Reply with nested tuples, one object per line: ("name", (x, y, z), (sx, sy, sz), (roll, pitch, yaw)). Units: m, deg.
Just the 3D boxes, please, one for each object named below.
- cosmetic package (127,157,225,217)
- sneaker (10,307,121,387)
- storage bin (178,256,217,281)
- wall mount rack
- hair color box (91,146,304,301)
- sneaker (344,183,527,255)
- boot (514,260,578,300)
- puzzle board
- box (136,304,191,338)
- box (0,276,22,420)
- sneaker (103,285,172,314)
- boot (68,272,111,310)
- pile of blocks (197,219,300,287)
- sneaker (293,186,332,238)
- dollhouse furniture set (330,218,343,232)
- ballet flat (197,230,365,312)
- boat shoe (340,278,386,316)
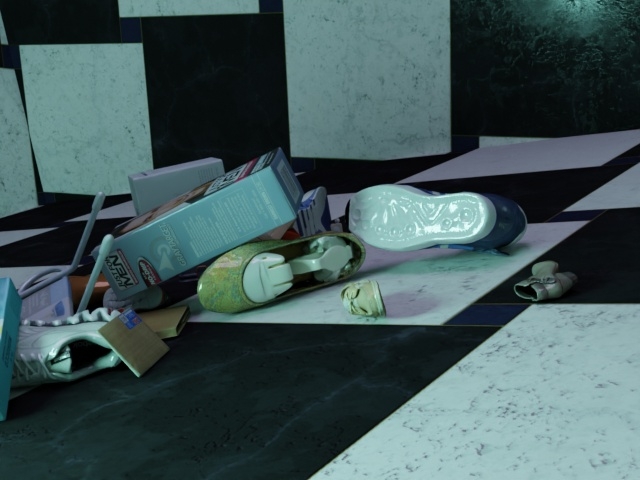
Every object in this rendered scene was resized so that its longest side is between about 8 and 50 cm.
("cosmetic package", (-0.342, -0.074, 2.432), (0.225, 0.224, 0.138), (-13, 11, -15))
("sneaker", (-0.446, 0.182, 1.543), (0.292, 0.110, 0.118), (-13, 20, -10))
("storage bin", (-0.252, 0.033, 2.142), (0.135, 0.091, 0.098), (-9, 11, 12))
("wall mount rack", (-0.480, 0.072, 1.738), (0.304, 0.130, 0.350), (-30, 30, -2))
("hair color box", (-0.226, -0.034, 1.846), (0.375, 0.113, 0.185), (-25, 13, 10))
("sneaker", (0.238, -0.034, 1.895), (0.323, 0.130, 0.236), (1, -4, 35))
("boot", (0.341, 0.065, 1.527), (0.087, 0.042, 0.118), (-17, 12, -22))
("puzzle board", (-0.296, 0.160, 1.543), (0.011, 0.096, 0.128), (-43, 1, 17))
("box", (-0.343, 0.160, 1.751), (0.201, 0.021, 0.164), (-10, 11, 2))
("box", (-0.518, 0.166, 1.468), (0.101, 0.060, 0.244), (-11, 42, 0))
("sneaker", (-0.359, 0.123, 1.925), (0.158, 0.061, 0.065), (-3, -14, 31))
("boot", (-0.451, 0.101, 2.043), (0.152, 0.072, 0.197), (-2, 15, 20))
("pile of blocks", (-0.131, 0.053, 1.958), (0.113, 0.149, 0.362), (34, 31, 4))
("sneaker", (-0.093, -0.041, 2.275), (0.182, 0.127, 0.315), (-5, 14, 19))
("dollhouse furniture set", (0.000, 0.000, 2.090), (0.114, 0.081, 0.091), (-5, 12, 30))
("ballet flat", (-0.059, 0.051, 1.790), (0.349, 0.123, 0.123), (-15, 11, -37))
("boat shoe", (0.066, 0.098, 1.583), (0.059, 0.063, 0.170), (-14, 2, -6))
